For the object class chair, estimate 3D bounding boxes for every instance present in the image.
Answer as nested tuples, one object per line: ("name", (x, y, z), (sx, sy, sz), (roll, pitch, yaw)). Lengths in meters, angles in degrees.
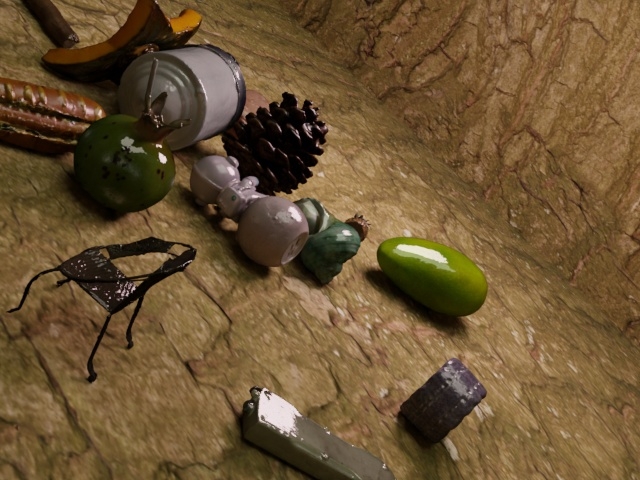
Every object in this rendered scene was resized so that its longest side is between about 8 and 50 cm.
("chair", (-0.275, 0.057, 0.993), (0.149, 0.213, 0.174), (45, 21, 0))

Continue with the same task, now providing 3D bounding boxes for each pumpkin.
("pumpkin", (-0.425, -0.434, 1.677), (0.095, 0.290, 0.258), (63, 16, 4))

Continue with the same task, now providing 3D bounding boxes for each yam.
("yam", (-0.641, -0.530, 1.774), (0.241, 0.057, 0.056), (48, 24, 26))

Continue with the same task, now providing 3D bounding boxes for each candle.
("candle", (-0.310, -0.314, 1.651), (0.221, 0.221, 0.342), (40, 25, 3))

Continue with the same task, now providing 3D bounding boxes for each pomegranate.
("pomegranate", (-0.323, -0.156, 1.312), (0.181, 0.224, 0.181), (38, 25, -22))

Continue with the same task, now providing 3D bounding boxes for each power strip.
("power strip", (0.002, 0.317, 1.126), (0.286, 0.048, 0.080), (33, 25, -15))

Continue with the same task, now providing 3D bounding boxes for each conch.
("conch", (-0.001, 0.000, 1.646), (0.175, 0.122, 0.188), (3, 34, -23))

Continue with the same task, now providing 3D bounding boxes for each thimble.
("thimble", (0.229, 0.297, 1.394), (0.098, 0.150, 0.150), (46, 23, 14))

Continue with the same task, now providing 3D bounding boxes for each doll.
("doll", (-0.157, -0.070, 1.520), (0.287, 0.151, 0.151), (41, 22, 16))

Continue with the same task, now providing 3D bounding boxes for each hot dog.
("hot dog", (-0.498, -0.215, 1.309), (0.269, 0.115, 0.072), (2, 21, -47))

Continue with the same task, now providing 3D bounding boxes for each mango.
("mango", (0.277, 0.085, 1.866), (0.343, 0.156, 0.192), (22, 18, -28))

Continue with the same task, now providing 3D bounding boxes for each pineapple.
("pineapple", (0.095, -0.034, 1.937), (0.074, 0.074, 0.159), (39, 14, 2))

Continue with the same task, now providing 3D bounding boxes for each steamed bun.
("steamed bun", (-0.189, -0.314, 1.995), (0.145, 0.106, 0.175), (46, 36, 5))

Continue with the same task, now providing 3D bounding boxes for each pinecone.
("pinecone", (-0.100, -0.214, 1.753), (0.224, 0.272, 0.224), (45, -17, 18))
